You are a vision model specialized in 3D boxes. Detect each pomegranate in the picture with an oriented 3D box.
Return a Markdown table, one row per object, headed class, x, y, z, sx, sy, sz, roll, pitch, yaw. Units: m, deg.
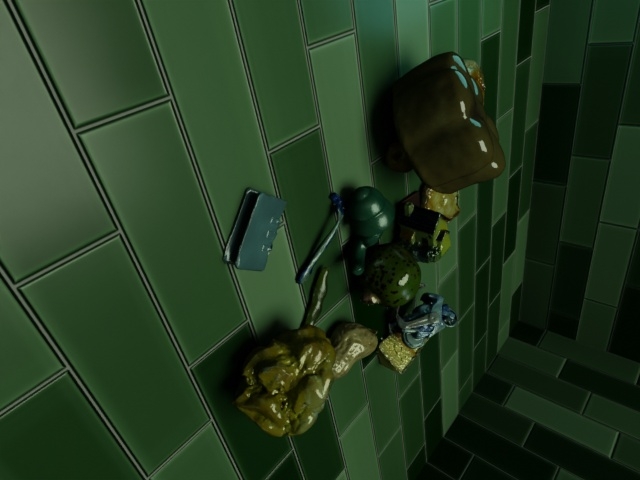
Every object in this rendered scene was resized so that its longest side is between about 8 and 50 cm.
| class | x | y | z | sx | sy | sz | roll | pitch | yaw |
| --- | --- | --- | --- | --- | --- | --- | --- | --- | --- |
| pomegranate | 0.252 | 0.144 | 1.650 | 0.270 | 0.254 | 0.254 | -49 | 137 | -12 |

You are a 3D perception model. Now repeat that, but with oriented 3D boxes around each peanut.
| class | x | y | z | sx | sy | sz | roll | pitch | yaw |
| --- | --- | --- | --- | --- | --- | --- | --- | --- | --- |
| peanut | 0.087 | 0.398 | 1.628 | 0.291 | 0.143 | 0.159 | -29 | 91 | -34 |

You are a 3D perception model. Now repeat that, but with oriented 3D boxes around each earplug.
| class | x | y | z | sx | sy | sz | roll | pitch | yaw |
| --- | --- | --- | --- | --- | --- | --- | --- | --- | --- |
| earplug | 0.146 | -0.052 | 1.511 | 0.257 | 0.164 | 0.280 | -36 | 130 | -17 |

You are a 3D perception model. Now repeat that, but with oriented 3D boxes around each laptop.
| class | x | y | z | sx | sy | sz | roll | pitch | yaw |
| --- | --- | --- | --- | --- | --- | --- | --- | --- | --- |
| laptop | 0.380 | -0.094 | 1.867 | 0.154 | 0.026 | 0.207 | -32 | 126 | -36 |

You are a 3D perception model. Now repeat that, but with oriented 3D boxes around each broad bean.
| class | x | y | z | sx | sy | sz | roll | pitch | yaw |
| --- | --- | --- | --- | --- | --- | --- | --- | --- | --- |
| broad bean | -0.019 | 0.228 | 1.506 | 0.060 | 0.043 | 0.297 | 17 | 93 | -41 |

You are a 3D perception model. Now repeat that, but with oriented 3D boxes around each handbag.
| class | x | y | z | sx | sy | sz | roll | pitch | yaw |
| --- | --- | --- | --- | --- | --- | --- | --- | --- | --- |
| handbag | -0.175 | -0.024 | 1.215 | 0.144 | 0.057 | 0.221 | 19 | 90 | -55 |

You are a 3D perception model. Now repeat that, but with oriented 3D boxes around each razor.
| class | x | y | z | sx | sy | sz | roll | pitch | yaw |
| --- | --- | --- | --- | --- | --- | --- | --- | --- | --- |
| razor | 0.010 | 0.003 | 1.442 | 0.093 | 0.056 | 0.324 | 38 | 75 | -51 |

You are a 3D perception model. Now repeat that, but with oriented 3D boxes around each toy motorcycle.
| class | x | y | z | sx | sy | sz | roll | pitch | yaw |
| --- | --- | --- | --- | --- | --- | --- | --- | --- | --- |
| toy motorcycle | 0.461 | 0.327 | 1.957 | 0.319 | 0.182 | 0.241 | -24 | 102 | -25 |

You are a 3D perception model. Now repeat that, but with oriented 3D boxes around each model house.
| class | x | y | z | sx | sy | sz | roll | pitch | yaw |
| --- | --- | --- | --- | --- | --- | --- | --- | --- | --- |
| model house | 0.405 | -0.044 | 1.744 | 0.170 | 0.194 | 0.211 | -39 | 131 | -27 |

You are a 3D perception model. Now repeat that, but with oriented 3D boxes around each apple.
| class | x | y | z | sx | sy | sz | roll | pitch | yaw |
| --- | --- | --- | --- | --- | --- | --- | --- | --- | --- |
| apple | 0.303 | -0.312 | 1.606 | 0.102 | 0.126 | 0.126 | -6 | 111 | -73 |

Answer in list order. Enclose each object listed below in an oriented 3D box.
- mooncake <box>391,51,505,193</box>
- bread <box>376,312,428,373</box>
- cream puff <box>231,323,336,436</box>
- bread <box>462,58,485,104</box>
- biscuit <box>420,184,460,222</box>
| class | x | y | z | sx | sy | sz | roll | pitch | yaw |
| --- | --- | --- | --- | --- | --- | --- | --- | --- | --- |
| mooncake | 0.454 | -0.403 | 1.531 | 0.467 | 0.262 | 0.467 | 32 | 47 | -41 |
| bread | 0.379 | 0.484 | 2.034 | 0.266 | 0.178 | 0.142 | -39 | 163 | -30 |
| cream puff | -0.120 | 0.402 | 1.315 | 0.257 | 0.291 | 0.324 | 19 | 106 | -22 |
| bread | 0.570 | -0.615 | 1.766 | 0.192 | 0.171 | 0.314 | -59 | 141 | -19 |
| biscuit | 0.553 | -0.225 | 1.982 | 0.329 | 0.078 | 0.335 | -11 | 113 | -44 |
